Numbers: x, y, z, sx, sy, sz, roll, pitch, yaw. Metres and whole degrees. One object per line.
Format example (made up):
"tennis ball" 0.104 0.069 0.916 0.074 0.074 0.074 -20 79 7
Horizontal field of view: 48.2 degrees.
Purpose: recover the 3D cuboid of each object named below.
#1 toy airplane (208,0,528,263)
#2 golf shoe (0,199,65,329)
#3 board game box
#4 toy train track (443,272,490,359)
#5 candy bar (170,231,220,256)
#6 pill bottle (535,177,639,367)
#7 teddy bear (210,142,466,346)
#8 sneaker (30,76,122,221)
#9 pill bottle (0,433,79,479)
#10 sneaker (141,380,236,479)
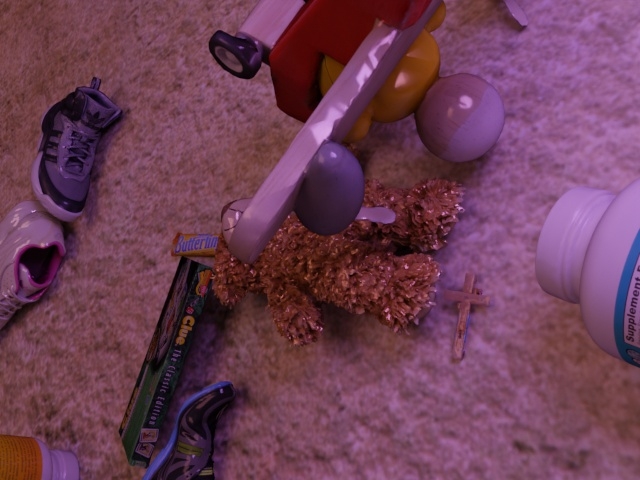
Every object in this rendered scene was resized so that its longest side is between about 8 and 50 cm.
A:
"toy airplane" 0.078 -0.182 0.649 0.386 0.272 0.384 -42 17 26
"golf shoe" -0.557 0.077 1.279 0.140 0.115 0.306 44 106 40
"board game box" -0.204 0.150 0.940 0.136 0.030 0.260 11 81 67
"toy train track" 0.141 0.074 0.694 0.048 0.014 0.083 8 85 37
"candy bar" -0.155 0.006 0.994 0.161 0.018 0.040 0 74 42
"pill bottle" 0.283 0.036 0.482 0.264 0.146 0.146 23 90 46
"teddy bear" 0.000 0.000 0.787 0.338 0.113 0.245 26 90 45
"sneaker" -0.426 -0.172 1.258 0.153 0.101 0.268 -36 50 31
"pill bottle" -0.457 0.334 1.009 0.117 0.208 0.117 -18 61 37
"sneaker" -0.148 0.253 0.866 0.078 0.067 0.188 31 95 27
